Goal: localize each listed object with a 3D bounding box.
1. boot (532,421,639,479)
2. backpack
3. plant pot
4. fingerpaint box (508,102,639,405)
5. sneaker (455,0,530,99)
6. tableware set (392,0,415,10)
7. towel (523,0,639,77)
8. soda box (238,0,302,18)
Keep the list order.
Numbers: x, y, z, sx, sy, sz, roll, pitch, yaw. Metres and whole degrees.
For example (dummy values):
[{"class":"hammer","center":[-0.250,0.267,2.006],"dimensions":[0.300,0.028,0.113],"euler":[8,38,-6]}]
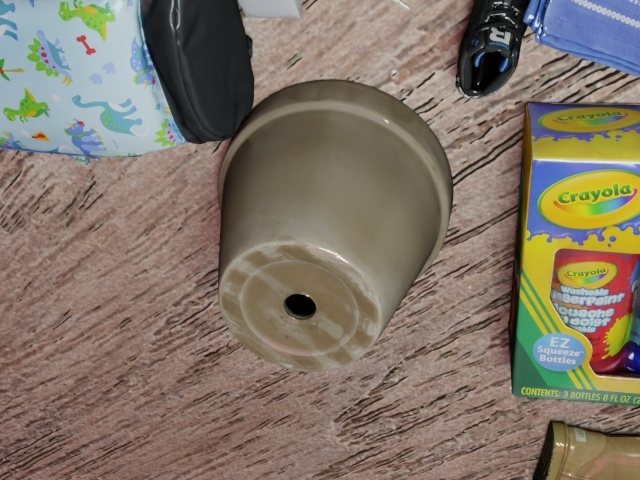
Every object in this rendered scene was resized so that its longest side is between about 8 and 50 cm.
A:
[{"class":"boot","center":[0.490,0.403,1.279],"dimensions":[0.269,0.089,0.236],"euler":[7,125,6]},{"class":"backpack","center":[-0.291,-0.233,0.939],"dimensions":[0.355,0.273,0.290],"euler":[16,141,18]},{"class":"plant pot","center":[0.000,0.000,0.995],"dimensions":[0.323,0.280,0.323],"euler":[6,123,9]},{"class":"fingerpaint box","center":[0.469,0.029,0.980],"dimensions":[0.444,0.163,0.371],"euler":[3,124,10]},{"class":"sneaker","center":[0.208,-0.254,0.871],"dimensions":[0.079,0.121,0.217],"euler":[15,126,1]},{"class":"tableware set","center":[0.067,-0.337,0.906],"dimensions":[0.154,0.024,0.104],"euler":[32,124,-9]},{"class":"towel","center":[0.369,-0.321,0.769],"dimensions":[0.243,0.040,0.336],"euler":[13,117,-21]},{"class":"soda box","center":[-0.069,-0.317,0.841],"dimensions":[0.069,0.074,0.216],"euler":[4,169,10]}]
